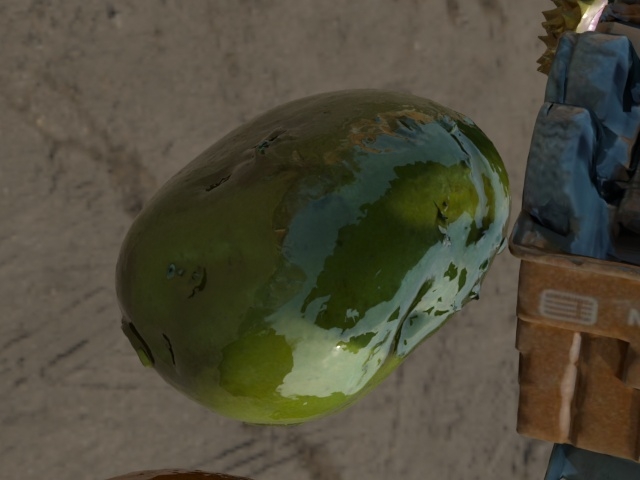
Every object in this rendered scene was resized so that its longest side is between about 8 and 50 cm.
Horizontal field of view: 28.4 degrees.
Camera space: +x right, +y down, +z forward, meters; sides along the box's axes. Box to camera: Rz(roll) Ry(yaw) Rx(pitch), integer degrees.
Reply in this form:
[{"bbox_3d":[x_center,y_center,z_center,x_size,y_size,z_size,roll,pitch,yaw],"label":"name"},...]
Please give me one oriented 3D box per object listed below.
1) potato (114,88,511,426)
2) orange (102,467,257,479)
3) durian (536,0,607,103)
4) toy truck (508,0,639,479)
[{"bbox_3d":[0.000,0.000,0.645,0.148,0.186,0.253,48,20,-1],"label":"potato"},{"bbox_3d":[-0.054,0.179,0.479,0.193,0.161,0.193,15,90,-79],"label":"orange"},{"bbox_3d":[0.233,-0.141,0.927,0.182,0.132,0.165,28,72,-48],"label":"durian"},{"bbox_3d":[0.166,-0.016,0.525,0.338,0.133,0.184,-57,152,-53],"label":"toy truck"}]
